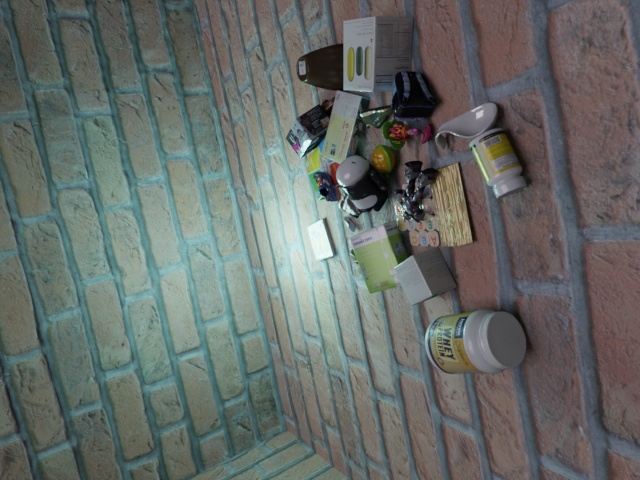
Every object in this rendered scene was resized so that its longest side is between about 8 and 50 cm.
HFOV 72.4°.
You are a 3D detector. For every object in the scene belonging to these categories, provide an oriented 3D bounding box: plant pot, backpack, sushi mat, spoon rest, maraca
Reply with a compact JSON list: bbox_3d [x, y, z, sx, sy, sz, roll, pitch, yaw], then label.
[{"bbox_3d":[0.011,-0.805,2.046,0.215,0.230,0.216,31,128,50],"label":"plant pot"},{"bbox_3d":[0.345,-0.560,1.685,0.117,0.158,0.174,114,149,-66],"label":"backpack"},{"bbox_3d":[0.505,-0.133,1.704,0.151,0.019,0.317,-9,93,53],"label":"sushi mat"},{"bbox_3d":[0.502,-0.396,1.538,0.276,0.084,0.137,-17,49,61],"label":"spoon rest"},{"bbox_3d":[0.278,-0.349,1.941,0.186,0.099,0.127,83,162,-65],"label":"maraca"}]

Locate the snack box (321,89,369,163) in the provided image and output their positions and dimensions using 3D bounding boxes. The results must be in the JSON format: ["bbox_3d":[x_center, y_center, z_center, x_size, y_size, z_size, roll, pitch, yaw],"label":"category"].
[{"bbox_3d":[0.115,-0.535,2.089,0.187,0.060,0.322,35,118,46],"label":"snack box"}]

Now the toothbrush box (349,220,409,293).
[{"bbox_3d":[0.286,0.078,2.017,0.206,0.122,0.284,-23,87,40],"label":"toothbrush box"}]

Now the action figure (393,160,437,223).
[{"bbox_3d":[0.377,-0.185,1.794,0.185,0.099,0.285,46,146,34],"label":"action figure"}]

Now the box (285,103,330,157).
[{"bbox_3d":[-0.060,-0.559,2.257,0.142,0.163,0.247,53,161,0],"label":"box"}]

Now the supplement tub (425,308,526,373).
[{"bbox_3d":[0.572,0.381,1.638,0.316,0.228,0.229,-31,76,58],"label":"supplement tub"}]

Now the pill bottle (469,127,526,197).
[{"bbox_3d":[0.588,-0.253,1.446,0.119,0.119,0.209,-36,71,58],"label":"pill bottle"}]

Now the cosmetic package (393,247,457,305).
[{"bbox_3d":[0.437,0.153,1.836,0.151,0.151,0.184,-45,64,56],"label":"cosmetic package"}]

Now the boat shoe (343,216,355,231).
[{"bbox_3d":[0.155,-0.081,2.321,0.100,0.035,0.035,55,171,24],"label":"boat shoe"}]

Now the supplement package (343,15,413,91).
[{"bbox_3d":[0.225,-0.740,1.751,0.199,0.197,0.263,28,126,50],"label":"supplement package"}]

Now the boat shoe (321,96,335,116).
[{"bbox_3d":[0.029,-0.676,2.224,0.207,0.073,0.073,-31,82,59],"label":"boat shoe"}]

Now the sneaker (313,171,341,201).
[{"bbox_3d":[0.020,-0.281,2.268,0.221,0.087,0.083,52,142,34],"label":"sneaker"}]

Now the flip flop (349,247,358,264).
[{"bbox_3d":[0.257,0.039,2.164,0.277,0.080,0.112,-35,83,41],"label":"flip flop"}]

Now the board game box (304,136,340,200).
[{"bbox_3d":[0.040,-0.388,2.341,0.316,0.064,0.243,-38,70,57],"label":"board game box"}]

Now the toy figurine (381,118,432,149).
[{"bbox_3d":[0.356,-0.431,1.734,0.159,0.173,0.130,9,93,43],"label":"toy figurine"}]

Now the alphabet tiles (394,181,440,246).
[{"bbox_3d":[0.424,-0.110,1.872,0.284,0.021,0.278,3,105,58],"label":"alphabet tiles"}]

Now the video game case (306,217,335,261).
[{"bbox_3d":[0.000,0.000,2.612,0.206,0.026,0.227,-23,82,59],"label":"video game case"}]

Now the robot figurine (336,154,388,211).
[{"bbox_3d":[0.191,-0.257,1.984,0.278,0.209,0.174,49,-156,-29],"label":"robot figurine"}]

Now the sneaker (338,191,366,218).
[{"bbox_3d":[0.189,-0.226,2.153,0.162,0.106,0.282,43,144,29],"label":"sneaker"}]

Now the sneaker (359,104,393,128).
[{"bbox_3d":[0.259,-0.539,1.929,0.192,0.064,0.086,7,127,50],"label":"sneaker"}]
